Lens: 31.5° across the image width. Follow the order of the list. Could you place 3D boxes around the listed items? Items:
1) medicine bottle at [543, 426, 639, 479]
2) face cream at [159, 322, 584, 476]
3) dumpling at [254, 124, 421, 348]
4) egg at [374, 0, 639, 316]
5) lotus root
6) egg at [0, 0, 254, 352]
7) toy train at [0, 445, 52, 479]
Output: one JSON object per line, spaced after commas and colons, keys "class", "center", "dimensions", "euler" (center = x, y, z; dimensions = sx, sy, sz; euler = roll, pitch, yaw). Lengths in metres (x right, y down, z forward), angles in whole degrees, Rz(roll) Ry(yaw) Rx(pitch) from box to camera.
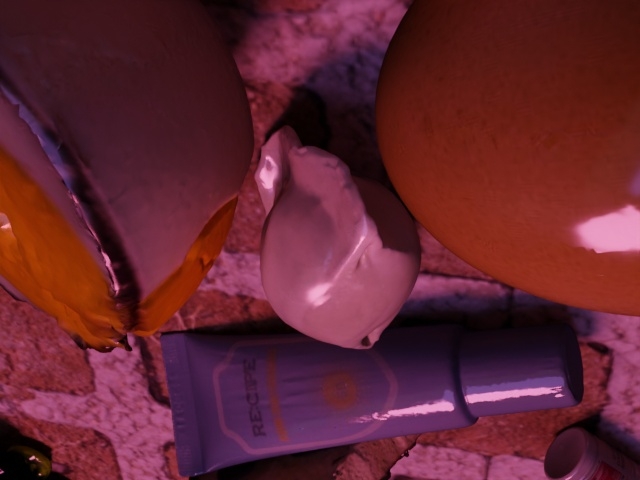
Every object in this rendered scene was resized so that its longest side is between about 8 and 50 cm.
{"class": "medicine bottle", "center": [0.258, 0.218, 1.046], "dimensions": [0.091, 0.058, 0.058], "euler": [34, 134, -19]}
{"class": "face cream", "center": [0.032, 0.128, 0.992], "dimensions": [0.385, 0.086, 0.135], "euler": [-9, 88, 23]}
{"class": "dumpling", "center": [0.000, 0.000, 0.859], "dimensions": [0.151, 0.124, 0.229], "euler": [44, 154, 25]}
{"class": "egg", "center": [0.180, -0.083, 0.614], "dimensions": [0.322, 0.250, 0.250], "euler": [-5, 135, 33]}
{"class": "lotus root", "center": [-0.041, 0.230, 1.064], "dimensions": [0.170, 0.260, 0.074], "euler": [19, 149, 47]}
{"class": "egg", "center": [-0.163, -0.098, 0.731], "dimensions": [0.337, 0.201, 0.337], "euler": [34, 150, 22]}
{"class": "toy train", "center": [-0.347, 0.335, 1.313], "dimensions": [0.161, 0.100, 0.296], "euler": [-4, 134, 22]}
